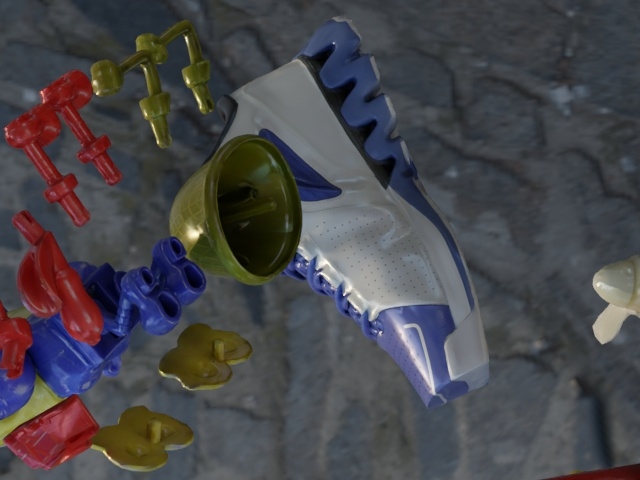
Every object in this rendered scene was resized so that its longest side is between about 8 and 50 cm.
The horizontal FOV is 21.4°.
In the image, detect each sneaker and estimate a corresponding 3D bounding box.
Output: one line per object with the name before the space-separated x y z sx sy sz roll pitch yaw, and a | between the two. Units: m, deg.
sneaker | 0.000 -0.001 1.289 0.182 0.127 0.316 -23 70 -1

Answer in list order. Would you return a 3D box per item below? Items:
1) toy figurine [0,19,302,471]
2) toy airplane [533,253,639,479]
toy figurine | -0.172 0.032 1.009 0.217 0.362 0.191 -30 102 27
toy airplane | 0.267 0.181 1.004 0.384 0.386 0.272 51 147 -15
